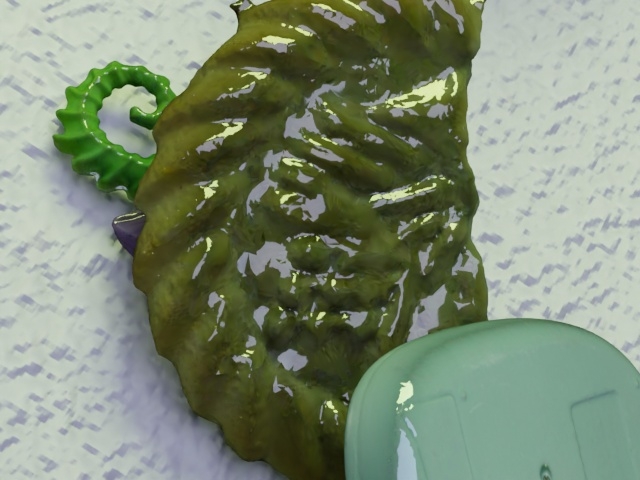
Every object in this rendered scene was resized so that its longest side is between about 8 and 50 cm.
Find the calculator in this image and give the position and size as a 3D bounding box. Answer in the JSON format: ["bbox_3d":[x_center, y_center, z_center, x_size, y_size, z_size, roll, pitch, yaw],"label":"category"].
[{"bbox_3d":[0.090,0.129,0.818,0.295,0.042,0.184,-9,85,-50],"label":"calculator"}]

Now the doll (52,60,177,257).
[{"bbox_3d":[-0.046,-0.029,0.884,0.190,0.050,0.115,21,69,-10],"label":"doll"}]

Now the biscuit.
[{"bbox_3d":[0.000,0.000,0.847,0.187,0.036,0.273,-3,94,-18],"label":"biscuit"}]
